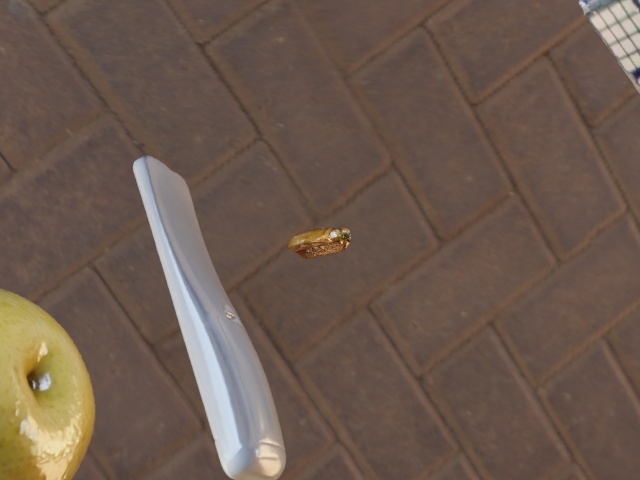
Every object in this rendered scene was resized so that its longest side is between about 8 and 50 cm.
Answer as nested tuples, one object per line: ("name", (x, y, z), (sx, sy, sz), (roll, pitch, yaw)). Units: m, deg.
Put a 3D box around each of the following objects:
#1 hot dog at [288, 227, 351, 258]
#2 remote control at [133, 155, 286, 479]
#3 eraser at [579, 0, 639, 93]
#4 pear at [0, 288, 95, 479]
("hot dog", (0.000, 0.000, 1.643), (0.049, 0.122, 0.037), (27, 65, -32))
("remote control", (-0.056, 0.036, 0.613), (0.027, 0.184, 0.050), (-28, 154, 13))
("eraser", (0.347, -0.116, 0.975), (0.086, 0.130, 0.287), (-40, 98, -24))
("pear", (-0.462, 0.220, 1.529), (0.349, 0.348, 0.348), (-5, 104, -19))
